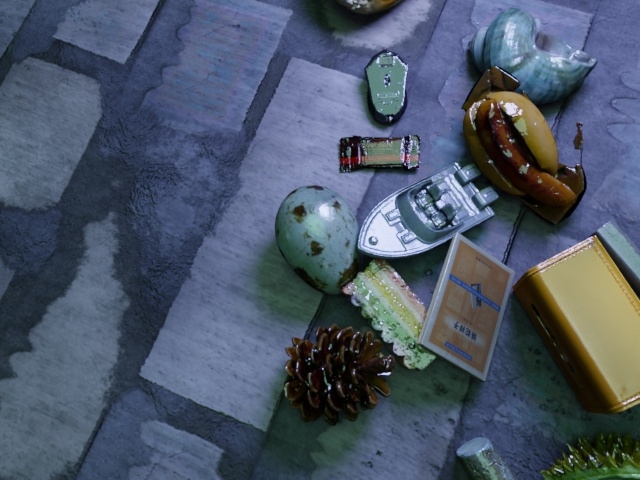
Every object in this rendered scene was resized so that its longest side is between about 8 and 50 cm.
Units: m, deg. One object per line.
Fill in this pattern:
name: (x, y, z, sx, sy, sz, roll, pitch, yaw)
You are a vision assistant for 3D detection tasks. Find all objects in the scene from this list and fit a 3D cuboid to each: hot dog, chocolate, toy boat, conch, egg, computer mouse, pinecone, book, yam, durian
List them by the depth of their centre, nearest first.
durian: (0.591, 0.463, 1.006, 0.394, 0.163, 0.198, 32, 82, 8)
yam: (0.326, 0.447, 1.078, 0.078, 0.078, 0.179, -31, 72, -3)
pinecone: (0.041, 0.247, 1.121, 0.212, 0.168, 0.186, -22, 87, 13)
book: (0.287, 0.126, 1.139, 0.170, 0.018, 0.242, 31, 66, -20)
hot dog: (0.397, -0.183, 1.169, 0.326, 0.107, 0.194, 45, 126, 11)
toy boat: (0.205, -0.049, 1.187, 0.319, 0.092, 0.141, -27, 73, -19)
egg: (0.000, 0.000, 1.196, 0.169, 0.169, 0.231, -24, 90, -1)
conch: (0.434, -0.396, 1.265, 0.277, 0.196, 0.220, 24, 52, 36)
chocolate: (0.131, -0.193, 1.309, 0.182, 0.028, 0.086, -2, 81, 7)
computer mouse: (0.149, -0.344, 1.337, 0.098, 0.057, 0.172, -2, 85, 4)

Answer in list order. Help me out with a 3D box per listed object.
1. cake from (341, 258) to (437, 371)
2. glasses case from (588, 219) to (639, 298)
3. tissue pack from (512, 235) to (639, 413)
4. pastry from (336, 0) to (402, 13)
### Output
cake: (0.147, 0.149, 1.168, 0.109, 0.090, 0.225, -39, 78, -6)
glasses case: (0.614, 0.058, 1.158, 0.047, 0.071, 0.205, -34, 74, -1)
tissue pack: (0.492, 0.160, 1.083, 0.145, 0.194, 0.275, -27, 72, 3)
pastry: (0.126, -0.629, 1.369, 0.256, 0.170, 0.237, -41, 54, -1)
